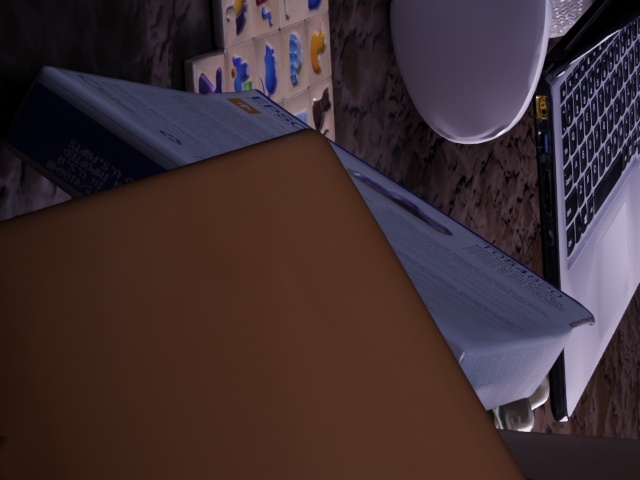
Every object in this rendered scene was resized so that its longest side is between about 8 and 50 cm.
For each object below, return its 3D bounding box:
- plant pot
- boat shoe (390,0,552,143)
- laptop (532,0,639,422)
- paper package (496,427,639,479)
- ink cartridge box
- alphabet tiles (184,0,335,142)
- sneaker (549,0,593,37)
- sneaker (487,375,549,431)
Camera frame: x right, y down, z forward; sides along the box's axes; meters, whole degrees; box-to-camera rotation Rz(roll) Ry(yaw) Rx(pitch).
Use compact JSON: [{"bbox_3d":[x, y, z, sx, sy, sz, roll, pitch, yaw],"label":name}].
[{"bbox_3d":[-0.067,0.087,0.646,0.291,0.291,0.203,-26,98,-67],"label":"plant pot"},{"bbox_3d":[0.105,-0.217,1.294,0.102,0.108,0.301,-12,96,-68],"label":"boat shoe"},{"bbox_3d":[0.313,-0.120,1.428,0.382,0.236,0.408,-45,133,-61],"label":"laptop"},{"bbox_3d":[0.035,0.245,0.840,0.168,0.309,0.325,53,45,-59],"label":"paper package"},{"bbox_3d":[0.000,0.000,0.870,0.045,0.223,0.224,-60,161,13],"label":"ink cartridge box"},{"bbox_3d":[-0.030,-0.075,1.067,0.198,0.009,0.237,-34,123,-65],"label":"alphabet tiles"},{"bbox_3d":[0.175,-0.282,1.483,0.126,0.091,0.240,-67,153,-52],"label":"sneaker"},{"bbox_3d":[0.102,0.116,1.327,0.192,0.086,0.064,-30,119,-66],"label":"sneaker"}]
